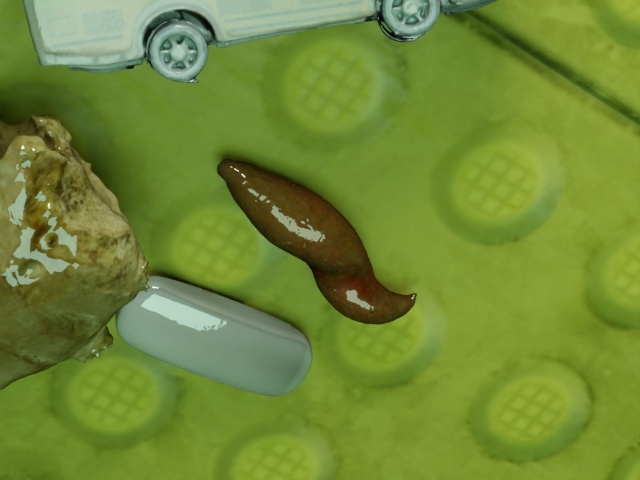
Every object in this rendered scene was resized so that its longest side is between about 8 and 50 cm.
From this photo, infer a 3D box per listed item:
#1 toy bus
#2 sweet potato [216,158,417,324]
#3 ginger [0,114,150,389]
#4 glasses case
[{"bbox_3d":[-0.032,-0.197,0.973,0.342,0.097,0.138,-11,113,-1],"label":"toy bus"},{"bbox_3d":[-0.002,0.002,1.106,0.055,0.058,0.202,-48,115,-6],"label":"sweet potato"},{"bbox_3d":[-0.306,0.054,1.032,0.375,0.166,0.236,-39,126,6],"label":"ginger"},{"bbox_3d":[-0.084,0.078,1.143,0.164,0.041,0.063,21,115,-19],"label":"glasses case"}]
